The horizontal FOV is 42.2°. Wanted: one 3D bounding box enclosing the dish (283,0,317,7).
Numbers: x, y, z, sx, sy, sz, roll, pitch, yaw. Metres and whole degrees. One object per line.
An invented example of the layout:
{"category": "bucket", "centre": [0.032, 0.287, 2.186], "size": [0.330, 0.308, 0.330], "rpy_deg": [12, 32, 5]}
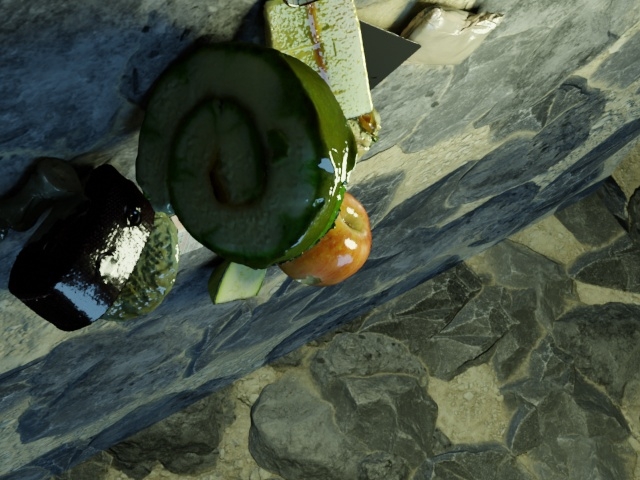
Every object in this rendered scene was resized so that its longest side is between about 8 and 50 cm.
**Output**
{"category": "dish", "centre": [-0.005, -0.435, 1.216], "size": [0.190, 0.066, 0.191], "rpy_deg": [-29, 160, -11]}

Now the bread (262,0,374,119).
{"category": "bread", "centre": [-0.016, -0.339, 1.455], "size": [0.167, 0.163, 0.264], "rpy_deg": [-16, 126, -7]}

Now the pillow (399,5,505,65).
{"category": "pillow", "centre": [0.258, -0.415, 1.684], "size": [0.270, 0.067, 0.173], "rpy_deg": [-13, 160, -44]}

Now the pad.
{"category": "pad", "centre": [0.056, -0.349, 1.552], "size": [0.265, 0.009, 0.159], "rpy_deg": [7, 145, -47]}

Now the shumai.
{"category": "shumai", "centre": [-0.396, 0.053, 1.654], "size": [0.260, 0.225, 0.222], "rpy_deg": [-21, 173, -11]}

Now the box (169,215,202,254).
{"category": "box", "centre": [-0.301, -0.018, 1.867], "size": [0.089, 0.043, 0.125], "rpy_deg": [-21, 159, -30]}

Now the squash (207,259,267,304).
{"category": "squash", "centre": [-0.222, 0.065, 2.194], "size": [0.192, 0.085, 0.184], "rpy_deg": [-7, 121, -56]}

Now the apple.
{"category": "apple", "centre": [0.000, 0.000, 2.087], "size": [0.242, 0.242, 0.241], "rpy_deg": [-9, 158, -49]}

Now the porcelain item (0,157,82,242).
{"category": "porcelain item", "centre": [-0.511, -0.054, 1.423], "size": [0.215, 0.069, 0.081], "rpy_deg": [-34, 167, 23]}

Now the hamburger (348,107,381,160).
{"category": "hamburger", "centre": [0.015, -0.214, 1.710], "size": [0.135, 0.155, 0.207], "rpy_deg": [-7, 157, -43]}

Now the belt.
{"category": "belt", "centre": [-0.399, 0.017, 1.445], "size": [0.184, 0.289, 0.164], "rpy_deg": [-3, 141, 38]}

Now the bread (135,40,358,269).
{"category": "bread", "centre": [-0.135, -0.128, 1.332], "size": [0.382, 0.366, 0.129], "rpy_deg": [-23, 170, 30]}
